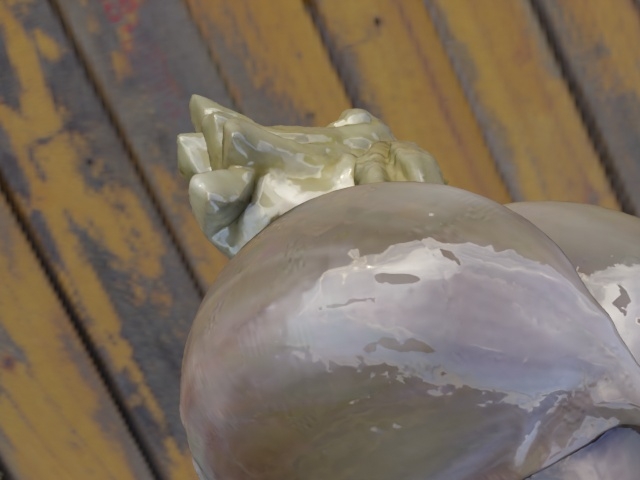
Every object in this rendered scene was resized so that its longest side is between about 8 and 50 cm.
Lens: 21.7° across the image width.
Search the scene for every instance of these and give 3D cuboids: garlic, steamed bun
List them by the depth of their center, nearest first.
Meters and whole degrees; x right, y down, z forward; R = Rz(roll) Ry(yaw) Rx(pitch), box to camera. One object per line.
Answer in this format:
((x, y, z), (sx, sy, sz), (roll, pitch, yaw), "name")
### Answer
((0.091, 0.083, 0.840), (0.231, 0.340, 0.246), (32, 75, -53), "garlic")
((0.000, 0.000, 1.226), (0.189, 0.428, 0.247), (-9, 90, -2), "steamed bun")
